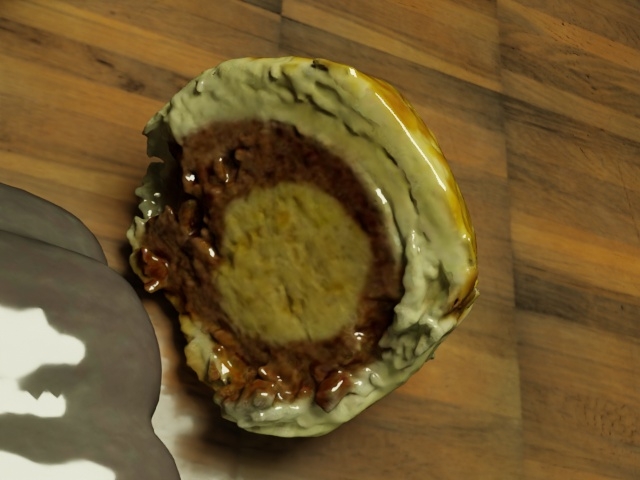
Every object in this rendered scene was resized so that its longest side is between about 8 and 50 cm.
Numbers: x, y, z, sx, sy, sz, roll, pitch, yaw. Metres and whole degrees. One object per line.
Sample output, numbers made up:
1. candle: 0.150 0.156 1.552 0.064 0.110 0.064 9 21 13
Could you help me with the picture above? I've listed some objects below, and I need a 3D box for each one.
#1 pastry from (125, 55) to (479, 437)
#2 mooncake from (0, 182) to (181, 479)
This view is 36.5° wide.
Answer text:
1. pastry: 0.001 -0.010 0.702 0.256 0.237 0.170 56 26 14
2. mooncake: -0.187 0.115 0.492 0.154 0.306 0.306 4 61 -32
